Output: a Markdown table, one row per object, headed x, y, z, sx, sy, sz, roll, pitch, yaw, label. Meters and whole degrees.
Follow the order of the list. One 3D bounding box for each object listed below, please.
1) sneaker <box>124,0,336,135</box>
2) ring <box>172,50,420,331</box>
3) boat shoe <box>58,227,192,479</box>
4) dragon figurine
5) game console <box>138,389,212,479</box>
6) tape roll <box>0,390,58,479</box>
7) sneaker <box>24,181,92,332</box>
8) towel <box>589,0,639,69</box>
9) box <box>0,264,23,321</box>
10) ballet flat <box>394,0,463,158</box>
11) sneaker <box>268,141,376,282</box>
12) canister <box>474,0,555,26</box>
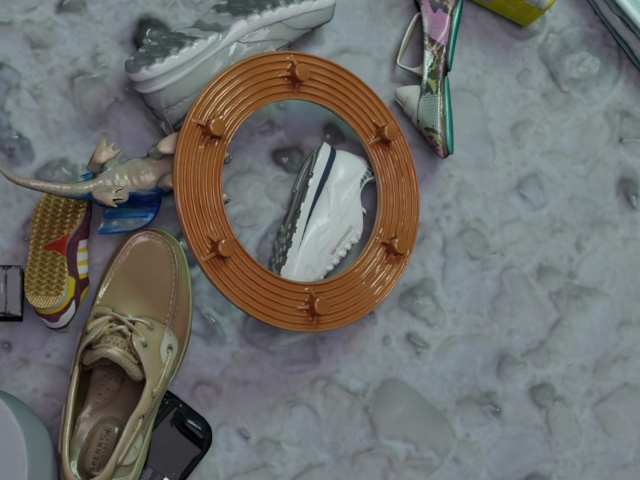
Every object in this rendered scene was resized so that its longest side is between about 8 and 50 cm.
| x | y | z | sx | sy | sz | roll | pitch | yaw | label |
| --- | --- | --- | --- | --- | --- | --- | --- | --- | --- |
| -0.103 | -0.227 | 1.891 | 0.281 | 0.105 | 0.115 | -27 | 122 | -16 | sneaker |
| -0.017 | -0.061 | 1.807 | 0.337 | 0.032 | 0.336 | 6 | 80 | -32 | ring |
| -0.223 | 0.135 | 1.775 | 0.122 | 0.110 | 0.341 | 8 | 69 | 3 | boat shoe |
| -0.228 | -0.061 | 1.802 | 0.289 | 0.144 | 0.085 | -13 | 75 | -17 | dragon figurine |
| -0.256 | 0.344 | 1.802 | 0.213 | 0.044 | 0.361 | 39 | 79 | -5 | game console |
| -0.406 | 0.267 | 1.719 | 0.219 | 0.072 | 0.219 | -5 | 75 | 19 | tape roll |
| -0.306 | 0.019 | 1.827 | 0.070 | 0.084 | 0.185 | 2 | 57 | 11 | sneaker |
| 0.466 | -0.421 | 2.005 | 0.320 | 0.090 | 0.374 | -35 | 90 | -12 | towel |
| -0.372 | 0.062 | 1.795 | 0.052 | 0.083 | 0.062 | 1 | 83 | -9 | box |
| 0.134 | -0.208 | 1.933 | 0.079 | 0.077 | 0.221 | 2 | 77 | 9 | ballet flat |
| 0.000 | 0.000 | 1.873 | 0.095 | 0.090 | 0.235 | 24 | 81 | -17 | sneaker |
| 0.210 | -0.342 | 1.931 | 0.170 | 0.126 | 0.073 | 25 | 77 | -8 | canister |
